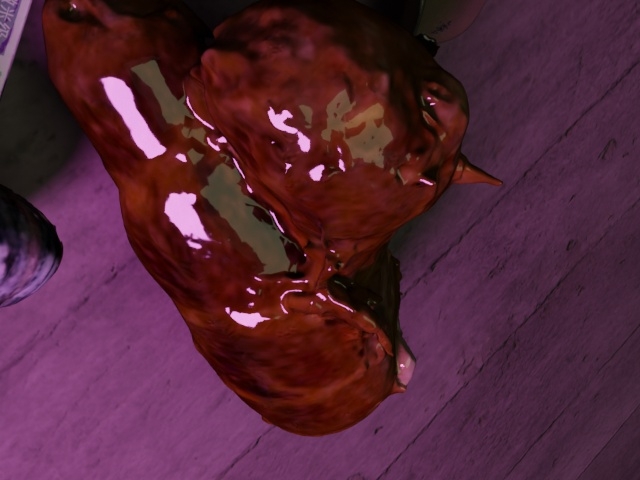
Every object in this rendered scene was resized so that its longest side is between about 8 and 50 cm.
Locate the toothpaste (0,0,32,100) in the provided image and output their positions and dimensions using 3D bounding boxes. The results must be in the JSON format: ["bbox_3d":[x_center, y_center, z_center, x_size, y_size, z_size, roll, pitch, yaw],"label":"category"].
[{"bbox_3d":[-0.175,-0.147,0.491,0.040,0.047,0.196,13,105,-35],"label":"toothpaste"}]

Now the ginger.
[{"bbox_3d":[0.000,0.000,0.620,0.418,0.254,0.176,71,28,-44],"label":"ginger"}]

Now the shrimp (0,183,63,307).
[{"bbox_3d":[-0.277,0.008,0.399,0.372,0.137,0.172,9,91,-50],"label":"shrimp"}]

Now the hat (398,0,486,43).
[{"bbox_3d":[0.080,-0.218,0.702,0.147,0.085,0.175,-34,159,-42],"label":"hat"}]
